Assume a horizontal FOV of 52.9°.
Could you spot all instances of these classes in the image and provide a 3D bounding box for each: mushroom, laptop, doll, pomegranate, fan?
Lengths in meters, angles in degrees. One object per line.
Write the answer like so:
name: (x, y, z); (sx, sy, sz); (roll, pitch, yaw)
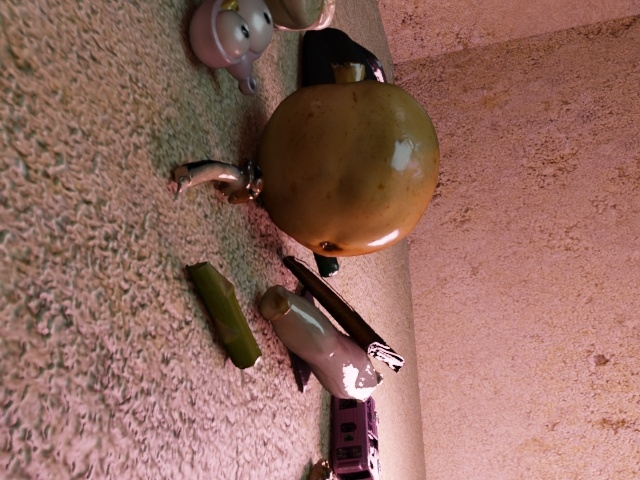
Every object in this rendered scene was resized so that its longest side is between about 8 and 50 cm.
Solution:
mushroom: (0.009, 0.178, 1.055); (0.109, 0.097, 0.351); (46, -4, 41)
laptop: (-0.027, 0.171, 1.162); (0.180, 0.016, 0.129); (-65, 144, -63)
doll: (-0.144, -0.362, 0.833); (0.160, 0.094, 0.365); (-73, 151, -54)
pomegranate: (0.041, -0.133, 1.050); (0.319, 0.319, 0.319); (-8, 90, -76)
mushroom: (-0.134, -0.076, 0.818); (0.187, 0.061, 0.060); (-6, 75, -64)
fan: (0.000, 0.000, 1.179); (0.039, 0.082, 0.155); (53, 15, -53)

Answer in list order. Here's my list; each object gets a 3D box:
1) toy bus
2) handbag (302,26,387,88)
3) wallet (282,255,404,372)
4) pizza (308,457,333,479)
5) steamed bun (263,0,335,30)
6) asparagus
toy bus: (0.066, 0.389, 1.272); (0.098, 0.086, 0.178); (62, 21, -48)
handbag: (0.075, -0.335, 1.508); (0.302, 0.177, 0.275); (60, 26, -56)
wallet: (0.037, 0.119, 1.080); (0.243, 0.039, 0.133); (41, -1, 40)
pizza: (0.002, 0.463, 1.034); (0.193, 0.053, 0.201); (37, 47, -71)
steamed bun: (-0.065, -0.489, 1.038); (0.268, 0.207, 0.280); (-34, 142, -75)
asparagus: (-0.118, 0.088, 0.794); (0.045, 0.041, 0.178); (-35, 128, -23)
